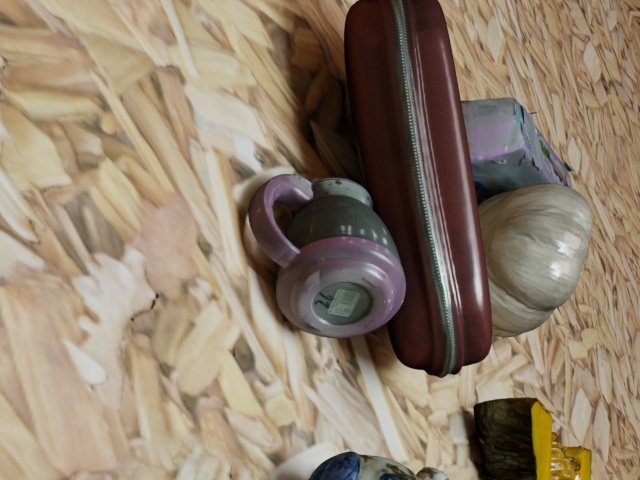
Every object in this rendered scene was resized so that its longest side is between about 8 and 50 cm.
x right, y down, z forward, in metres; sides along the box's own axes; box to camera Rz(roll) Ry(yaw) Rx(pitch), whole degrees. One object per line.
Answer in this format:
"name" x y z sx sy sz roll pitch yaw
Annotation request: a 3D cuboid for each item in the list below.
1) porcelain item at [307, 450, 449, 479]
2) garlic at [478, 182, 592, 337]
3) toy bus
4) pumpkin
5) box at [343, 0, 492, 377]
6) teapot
"porcelain item" 0.062 0.319 1.083 0.288 0.138 0.186 63 37 -28
"garlic" 0.224 0.004 1.617 0.212 0.218 0.218 28 38 -7
"toy bus" 0.255 -0.096 1.723 0.317 0.138 0.112 35 46 -61
"pumpkin" 0.251 0.308 1.585 0.278 0.111 0.163 43 54 -53
"box" 0.097 -0.059 1.307 0.263 0.108 0.403 75 6 -81
"teapot" 0.000 0.008 1.157 0.146 0.148 0.116 -95 -164 -48
